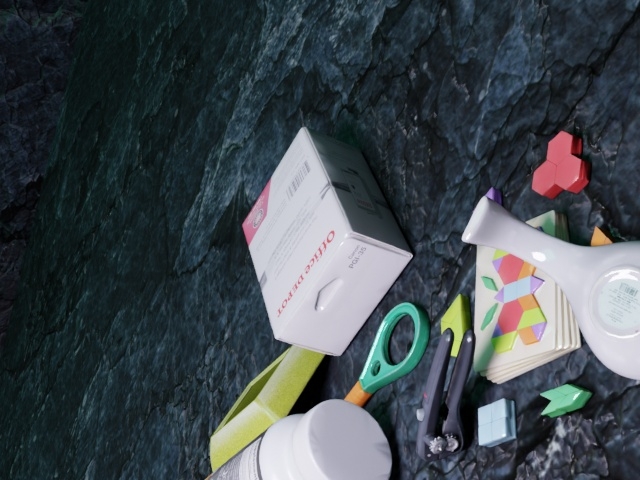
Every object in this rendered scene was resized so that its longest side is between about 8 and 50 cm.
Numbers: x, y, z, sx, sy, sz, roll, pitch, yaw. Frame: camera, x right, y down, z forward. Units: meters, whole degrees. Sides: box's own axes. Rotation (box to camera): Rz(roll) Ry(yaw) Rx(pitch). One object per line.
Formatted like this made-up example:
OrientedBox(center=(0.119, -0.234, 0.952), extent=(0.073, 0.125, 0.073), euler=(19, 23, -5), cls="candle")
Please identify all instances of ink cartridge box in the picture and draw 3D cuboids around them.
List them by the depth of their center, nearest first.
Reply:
OrientedBox(center=(0.000, 0.000, 1.575), extent=(0.207, 0.117, 0.283), euler=(-56, 32, 25), cls="ink cartridge box")

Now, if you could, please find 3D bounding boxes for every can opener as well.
OrientedBox(center=(0.141, 0.178, 1.226), extent=(0.073, 0.059, 0.186), euler=(-116, 25, -53), cls="can opener")

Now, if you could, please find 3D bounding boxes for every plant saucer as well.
OrientedBox(center=(-0.084, 0.234, 1.560), extent=(0.188, 0.045, 0.188), euler=(-44, 6, 40), cls="plant saucer")

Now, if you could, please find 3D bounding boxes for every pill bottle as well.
OrientedBox(center=(-0.039, 0.326, 1.404), extent=(0.278, 0.162, 0.162), euler=(-43, 39, 40), cls="pill bottle")

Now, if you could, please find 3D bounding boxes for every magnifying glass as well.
OrientedBox(center=(0.073, 0.180, 1.438), extent=(0.231, 0.026, 0.092), euler=(-57, 32, 25), cls="magnifying glass")

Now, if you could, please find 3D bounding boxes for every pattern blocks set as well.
OrientedBox(center=(0.233, 0.061, 1.229), extent=(0.285, 0.026, 0.325), euler=(-44, 39, 41), cls="pattern blocks set")

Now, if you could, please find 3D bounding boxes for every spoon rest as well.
OrientedBox(center=(0.276, 0.038, 1.097), extent=(0.276, 0.084, 0.137), euler=(34, 103, 39), cls="spoon rest")
